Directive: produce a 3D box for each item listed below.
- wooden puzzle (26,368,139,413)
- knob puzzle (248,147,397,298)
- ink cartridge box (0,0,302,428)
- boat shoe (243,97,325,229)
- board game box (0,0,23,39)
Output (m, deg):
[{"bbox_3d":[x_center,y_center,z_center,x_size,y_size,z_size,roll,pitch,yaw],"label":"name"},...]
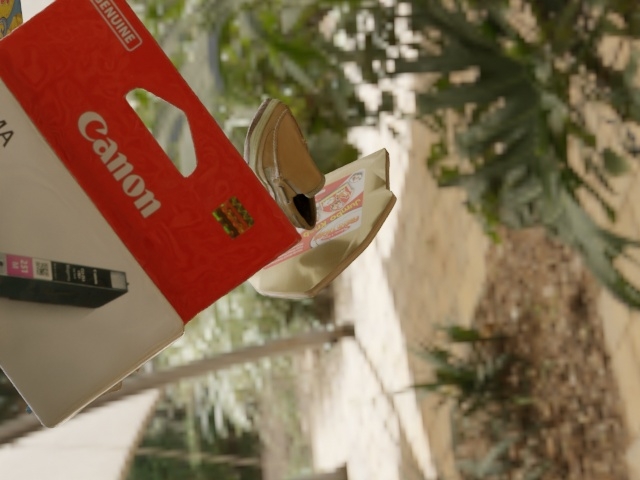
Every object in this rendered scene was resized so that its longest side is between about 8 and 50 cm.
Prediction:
[{"bbox_3d":[-0.198,0.116,1.334,0.014,0.116,0.078,58,-152,-35],"label":"wooden puzzle"},{"bbox_3d":[0.000,0.000,1.602,0.030,0.213,0.213,53,-170,-30],"label":"knob puzzle"},{"bbox_3d":[-0.186,-0.038,1.151,0.275,0.239,0.060,53,175,2],"label":"ink cartridge box"},{"bbox_3d":[-0.027,-0.071,1.509,0.068,0.072,0.190,-57,-18,-20],"label":"boat shoe"},{"bbox_3d":[-0.373,-0.096,1.490,0.308,0.086,0.302,-73,-11,-51],"label":"board game box"}]
